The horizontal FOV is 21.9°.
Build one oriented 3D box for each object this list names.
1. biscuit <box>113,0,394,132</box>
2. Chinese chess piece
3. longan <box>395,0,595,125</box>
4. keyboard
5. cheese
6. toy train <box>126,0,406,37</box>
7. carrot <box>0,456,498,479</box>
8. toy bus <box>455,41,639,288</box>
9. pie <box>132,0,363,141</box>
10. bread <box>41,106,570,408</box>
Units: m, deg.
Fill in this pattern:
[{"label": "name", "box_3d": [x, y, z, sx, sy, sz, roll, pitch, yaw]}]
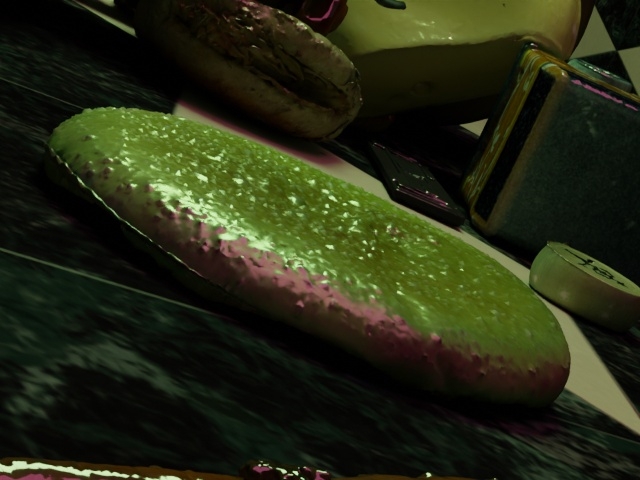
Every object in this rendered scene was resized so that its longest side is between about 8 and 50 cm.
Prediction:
[{"label": "biscuit", "box_3d": [-0.061, -0.185, 1.605, 0.305, 0.038, 0.305, 25, 11, -5]}, {"label": "Chinese chess piece", "box_3d": [0.188, 0.032, 1.161, 0.084, 0.034, 0.084, 26, 11, -6]}, {"label": "longan", "box_3d": [0.125, -0.292, 1.772, 0.361, 0.361, 0.361, 25, 11, -5]}, {"label": "keyboard", "box_3d": [0.073, -0.049, 1.339, 0.061, 0.013, 0.204, 24, 11, -10]}, {"label": "cheese", "box_3d": [0.095, -0.268, 1.501, 0.259, 0.316, 0.128, -4, -30, -2]}, {"label": "toy train", "box_3d": [-0.120, -0.298, 1.328, 0.429, 0.178, 0.249, 33, -29, -11]}, {"label": "carrot", "box_3d": [-0.020, 0.078, 0.440, 0.254, 0.049, 0.049, 13, 16, -35]}, {"label": "toy bus", "box_3d": [0.288, -0.025, 1.348, 0.323, 0.162, 0.194, 24, 11, -3]}, {"label": "pie", "box_3d": [-0.056, -0.135, 1.282, 0.193, 0.079, 0.163, 26, -4, -16]}, {"label": "bread", "box_3d": [-0.005, -0.003, 0.848, 0.301, 0.045, 0.301, 24, 10, -5]}]
